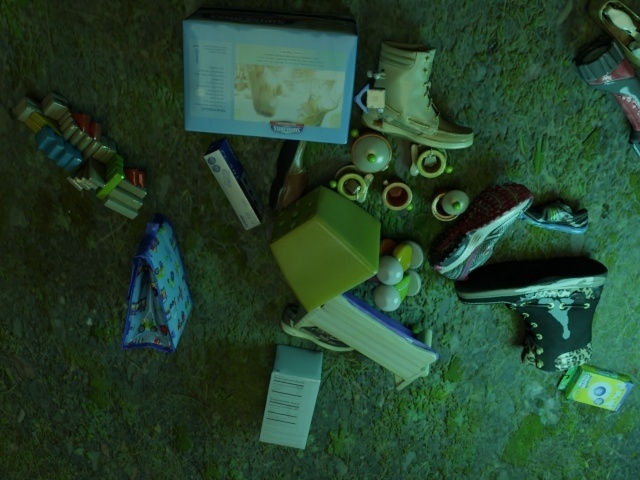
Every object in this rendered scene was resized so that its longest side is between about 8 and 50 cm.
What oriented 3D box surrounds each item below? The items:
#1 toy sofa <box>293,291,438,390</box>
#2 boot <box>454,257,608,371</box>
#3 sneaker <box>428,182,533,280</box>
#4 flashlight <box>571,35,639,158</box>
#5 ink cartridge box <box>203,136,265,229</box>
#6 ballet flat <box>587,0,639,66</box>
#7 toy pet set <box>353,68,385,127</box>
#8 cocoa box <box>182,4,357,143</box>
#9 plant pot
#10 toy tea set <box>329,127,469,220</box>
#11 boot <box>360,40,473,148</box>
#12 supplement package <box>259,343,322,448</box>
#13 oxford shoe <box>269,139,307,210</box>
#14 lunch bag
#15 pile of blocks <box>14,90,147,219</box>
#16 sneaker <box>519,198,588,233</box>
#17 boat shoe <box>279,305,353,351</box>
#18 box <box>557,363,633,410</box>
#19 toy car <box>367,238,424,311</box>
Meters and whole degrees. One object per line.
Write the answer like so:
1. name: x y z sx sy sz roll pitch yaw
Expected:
1. toy sofa: 0.128 0.212 1.709 0.362 0.150 0.177 32 129 -13
2. boot: 0.542 0.199 1.722 0.376 0.138 0.285 -8 116 0
3. sneaker: 0.400 -0.022 1.628 0.112 0.121 0.299 32 121 -24
4. flashlight: 0.679 -0.308 1.485 0.304 0.103 0.103 48 69 -23
5. ink cartridge box: -0.203 -0.136 1.594 0.046 0.097 0.207 -23 113 13
6. ballet flat: 0.668 -0.441 1.428 0.232 0.073 0.080 32 112 -14
7. toy pet set: 0.103 -0.299 1.414 0.065 0.114 0.122 2 110 3
8. cocoa box: -0.101 -0.356 1.408 0.346 0.228 0.232 5 117 -1
9. plant pot: 0.000 0.000 1.570 0.212 0.212 0.187 -31 115 25
10. toy tea set: 0.195 -0.143 1.562 0.335 0.124 0.200 12 116 -4
11. boot: 0.238 -0.325 1.486 0.261 0.095 0.204 16 117 5
12. supplement package: -0.082 0.434 1.850 0.133 0.139 0.244 11 117 -2
13. oxford shoe: -0.063 -0.169 1.599 0.075 0.076 0.212 3 123 -26
14. lunch bag: -0.403 0.091 1.643 0.138 0.221 0.294 5 117 0
15. pile of blocks: -0.537 -0.210 1.539 0.362 0.149 0.112 42 111 -17
16. sneaker: 0.565 -0.067 1.632 0.188 0.067 0.078 10 95 -1
17. boat shoe: 0.003 0.233 1.781 0.223 0.080 0.074 16 121 -1
18. box: 0.768 0.409 1.867 0.179 0.043 0.105 16 115 -4
19. toy car: 0.171 0.080 1.679 0.136 0.159 0.182 19 122 31
